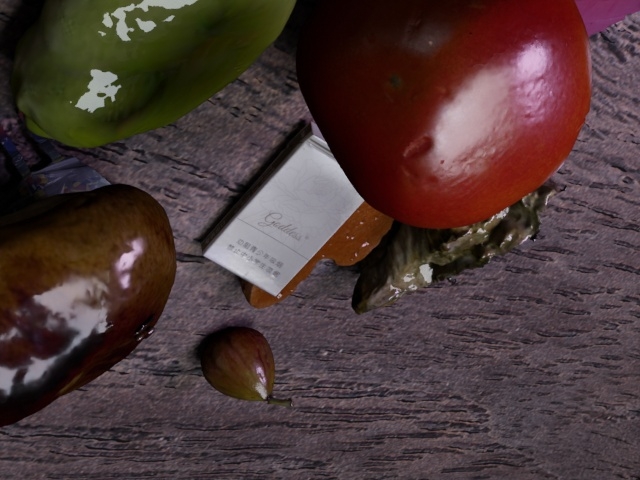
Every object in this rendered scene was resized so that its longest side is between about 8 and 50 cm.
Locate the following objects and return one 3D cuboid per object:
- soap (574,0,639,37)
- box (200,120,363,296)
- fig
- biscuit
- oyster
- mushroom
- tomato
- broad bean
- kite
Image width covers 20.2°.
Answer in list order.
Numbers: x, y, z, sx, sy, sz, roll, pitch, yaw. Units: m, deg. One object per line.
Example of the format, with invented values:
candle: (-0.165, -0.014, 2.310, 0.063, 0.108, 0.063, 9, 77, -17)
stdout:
soap: (0.271, -0.305, 1.900, 0.250, 0.099, 0.162, -6, 132, -44)
box: (-0.031, -0.033, 1.992, 0.109, 0.029, 0.198, 31, 115, -28)
fig: (-0.086, 0.166, 2.181, 0.089, 0.125, 0.089, -32, 154, -18)
biscuit: (0.000, 0.000, 2.113, 0.192, 0.036, 0.186, -9, 139, -39)
oyster: (0.163, -0.028, 2.170, 0.337, 0.133, 0.198, -47, -169, 36)
mushroom: (-0.300, 0.033, 1.677, 0.345, 0.259, 0.345, -27, -179, 1)
tomato: (0.110, -0.158, 1.736, 0.298, 0.298, 0.226, -51, 170, 25)
broad bean: (-0.144, -0.191, 1.582, 0.291, 0.119, 0.238, -34, 152, -5)
kite: (-0.281, -0.057, 1.743, 0.141, 0.015, 0.245, -31, 152, -4)
